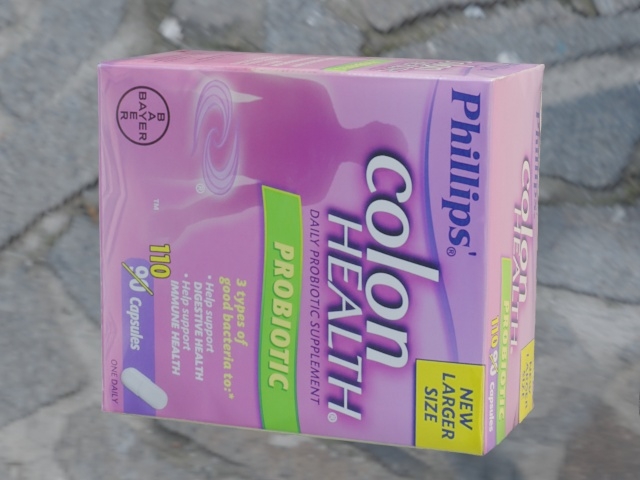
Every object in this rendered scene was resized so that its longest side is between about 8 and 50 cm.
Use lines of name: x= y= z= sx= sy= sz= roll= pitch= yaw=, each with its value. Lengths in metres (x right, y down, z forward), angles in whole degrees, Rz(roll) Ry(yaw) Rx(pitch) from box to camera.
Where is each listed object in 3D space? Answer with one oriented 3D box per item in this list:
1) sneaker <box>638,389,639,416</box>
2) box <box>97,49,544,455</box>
sneaker: x=0.409 y=0.060 z=0.991 sx=0.447 sy=0.257 sz=0.169 roll=10 pitch=45 yaw=10
box: x=0.000 y=0.000 z=1.083 sx=0.243 sy=0.117 sz=0.214 roll=5 pitch=101 yaw=20
